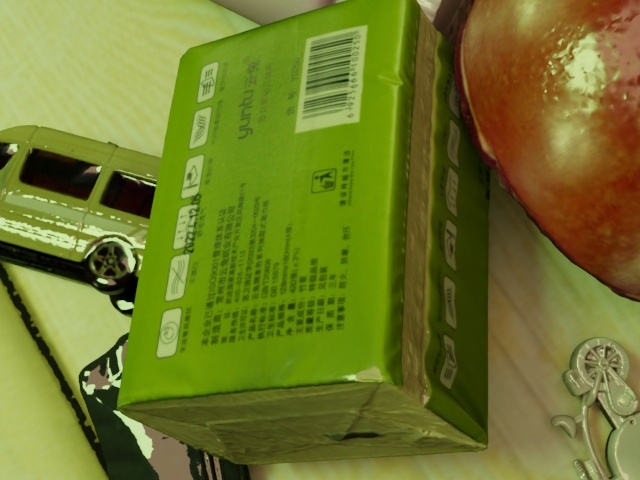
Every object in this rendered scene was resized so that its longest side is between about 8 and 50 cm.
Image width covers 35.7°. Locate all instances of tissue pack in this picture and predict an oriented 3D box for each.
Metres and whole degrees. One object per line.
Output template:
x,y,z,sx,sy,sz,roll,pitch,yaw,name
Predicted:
0.000,0.000,0.683,0.200,0.167,0.274,-11,60,29,tissue pack

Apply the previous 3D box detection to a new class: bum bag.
-0.100,0.187,0.747,0.123,0.060,0.248,-14,76,1,bum bag

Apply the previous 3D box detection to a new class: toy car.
-0.210,-0.024,0.791,0.257,0.101,0.124,15,73,7,toy car

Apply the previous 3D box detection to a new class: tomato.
0.276,-0.119,0.680,0.335,0.176,0.289,-17,82,-33,tomato

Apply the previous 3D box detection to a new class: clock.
0.221,0.137,0.739,0.087,0.041,0.129,-29,79,-6,clock

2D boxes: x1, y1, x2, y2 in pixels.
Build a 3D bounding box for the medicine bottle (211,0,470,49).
-0.010,-0.252,0.792,0.291,0.178,0.178,27,79,12,medicine bottle
